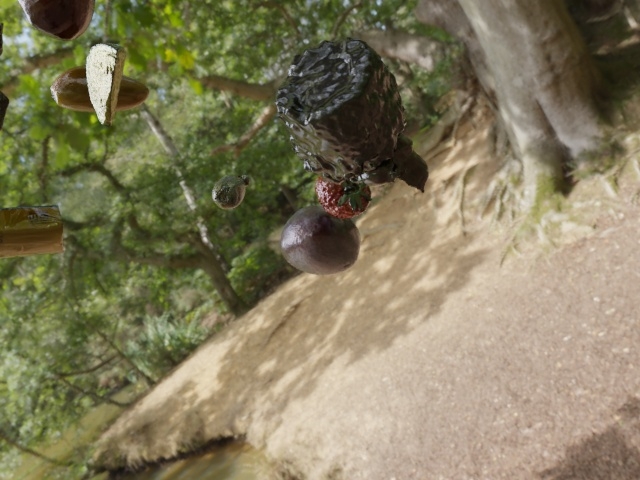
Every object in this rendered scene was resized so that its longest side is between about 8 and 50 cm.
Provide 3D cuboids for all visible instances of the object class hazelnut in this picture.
[{"bbox_3d":[-0.659,-0.624,1.544,0.208,0.208,0.208,-32,5,3],"label":"hazelnut"}]

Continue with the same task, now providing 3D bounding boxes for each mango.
[{"bbox_3d":[-0.597,-0.412,1.641,0.253,0.139,0.113,-2,-41,-14],"label":"mango"}]

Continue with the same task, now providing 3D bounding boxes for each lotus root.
[{"bbox_3d":[-0.255,-0.143,1.716,0.088,0.088,0.165,-29,16,30],"label":"lotus root"}]

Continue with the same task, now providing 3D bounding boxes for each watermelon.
[{"bbox_3d":[-0.460,-0.345,1.268,0.092,0.075,0.182,-92,20,-47],"label":"watermelon"}]

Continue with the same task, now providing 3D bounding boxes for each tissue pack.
[{"bbox_3d":[-0.703,-0.018,1.429,0.169,0.082,0.120,-5,-33,-26],"label":"tissue pack"}]

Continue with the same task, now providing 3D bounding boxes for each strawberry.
[{"bbox_3d":[0.043,-0.106,1.420,0.148,0.131,0.131,-26,8,39],"label":"strawberry"}]

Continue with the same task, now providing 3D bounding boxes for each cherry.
[{"bbox_3d":[0.000,0.000,1.585,0.213,0.184,0.266,2,-5,4],"label":"cherry"}]

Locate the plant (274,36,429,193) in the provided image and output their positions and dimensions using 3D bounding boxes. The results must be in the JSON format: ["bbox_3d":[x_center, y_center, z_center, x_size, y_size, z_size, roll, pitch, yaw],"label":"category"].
[{"bbox_3d":[0.046,-0.186,0.934,0.204,0.234,0.178,7,69,35],"label":"plant"}]

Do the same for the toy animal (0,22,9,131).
[{"bbox_3d":[-0.605,-0.282,0.898,0.243,0.260,0.087,-8,-2,-42],"label":"toy animal"}]
